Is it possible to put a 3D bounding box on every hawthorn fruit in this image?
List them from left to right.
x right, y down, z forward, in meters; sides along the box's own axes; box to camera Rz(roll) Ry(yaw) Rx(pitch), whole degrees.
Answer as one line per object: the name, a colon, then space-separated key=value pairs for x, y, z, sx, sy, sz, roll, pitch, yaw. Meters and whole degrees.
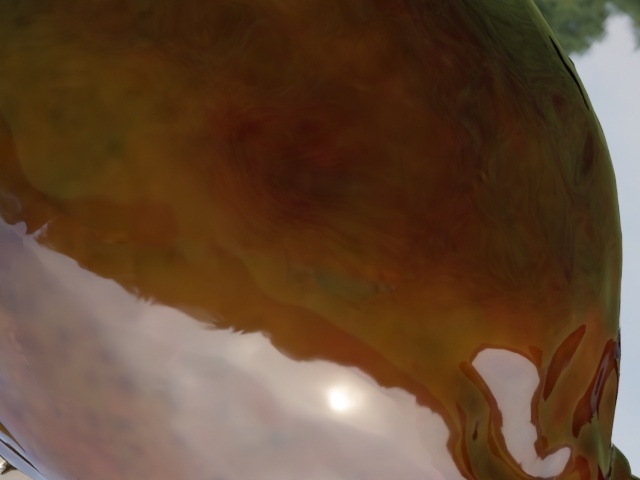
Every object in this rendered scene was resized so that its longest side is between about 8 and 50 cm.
hawthorn fruit: x=0.000 y=0.000 z=0.489 sx=0.248 sy=0.208 sz=0.208 roll=37 pitch=-159 yaw=2

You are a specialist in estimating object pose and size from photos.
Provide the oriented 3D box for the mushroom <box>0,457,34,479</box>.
mushroom: x=-0.112 y=0.012 z=0.843 sx=0.290 sy=0.297 sz=0.297 roll=3 pitch=-157 yaw=3
